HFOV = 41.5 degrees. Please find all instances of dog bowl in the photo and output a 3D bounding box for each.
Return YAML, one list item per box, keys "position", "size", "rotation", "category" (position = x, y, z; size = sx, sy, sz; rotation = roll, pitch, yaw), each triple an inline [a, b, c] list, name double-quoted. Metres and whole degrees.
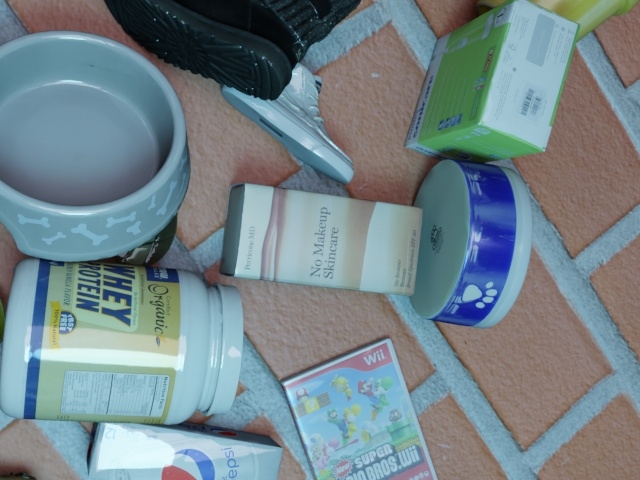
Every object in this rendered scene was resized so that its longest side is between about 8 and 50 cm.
- position: [0.230, 0.004, 1.358]
  size: [0.104, 0.265, 0.265]
  rotation: [9, 87, -15]
  category: "dog bowl"
- position: [-0.349, -0.147, 1.193]
  size: [0.348, 0.102, 0.349]
  rotation: [8, 61, -15]
  category: "dog bowl"

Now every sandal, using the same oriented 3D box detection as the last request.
- position: [-0.270, -0.058, 1.316]
  size: [0.090, 0.060, 0.219]
  rotation: [9, 72, -23]
  category: "sandal"

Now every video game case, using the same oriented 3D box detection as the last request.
- position: [0.071, 0.333, 1.430]
  size: [0.204, 0.025, 0.285]
  rotation: [-20, 95, -16]
  category: "video game case"

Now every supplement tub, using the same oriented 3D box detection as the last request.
- position: [-0.285, 0.147, 1.215]
  size: [0.316, 0.228, 0.228]
  rotation: [6, 88, -17]
  category: "supplement tub"

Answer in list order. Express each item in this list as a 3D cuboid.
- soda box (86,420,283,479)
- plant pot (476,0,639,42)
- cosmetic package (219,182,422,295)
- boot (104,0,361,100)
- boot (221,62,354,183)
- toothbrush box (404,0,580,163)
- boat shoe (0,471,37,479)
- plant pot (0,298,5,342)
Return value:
- position: [-0.210, 0.332, 1.305]
  size: [0.286, 0.098, 0.091]
  rotation: [14, 85, -17]
  category: "soda box"
- position: [0.403, -0.440, 1.442]
  size: [0.254, 0.254, 0.239]
  rotation: [41, 94, -13]
  category: "plant pot"
- position: [0.000, 0.000, 1.357]
  size: [0.296, 0.129, 0.153]
  rotation: [6, 89, -17]
  category: "cosmetic package"
- position: [-0.135, -0.379, 1.313]
  size: [0.348, 0.131, 0.260]
  rotation: [28, 63, 8]
  category: "boot"
- position: [-0.025, -0.212, 1.366]
  size: [0.258, 0.095, 0.123]
  rotation: [38, 79, -8]
  category: "boot"
- position: [0.267, -0.243, 1.362]
  size: [0.122, 0.283, 0.206]
  rotation: [19, 83, -17]
  category: "toothbrush box"
- position: [-0.460, 0.390, 1.232]
  size: [0.307, 0.110, 0.104]
  rotation: [47, 53, -15]
  category: "boat shoe"
- position: [-0.627, 0.105, 1.115]
  size: [0.293, 0.275, 0.275]
  rotation: [-33, 99, 1]
  category: "plant pot"
